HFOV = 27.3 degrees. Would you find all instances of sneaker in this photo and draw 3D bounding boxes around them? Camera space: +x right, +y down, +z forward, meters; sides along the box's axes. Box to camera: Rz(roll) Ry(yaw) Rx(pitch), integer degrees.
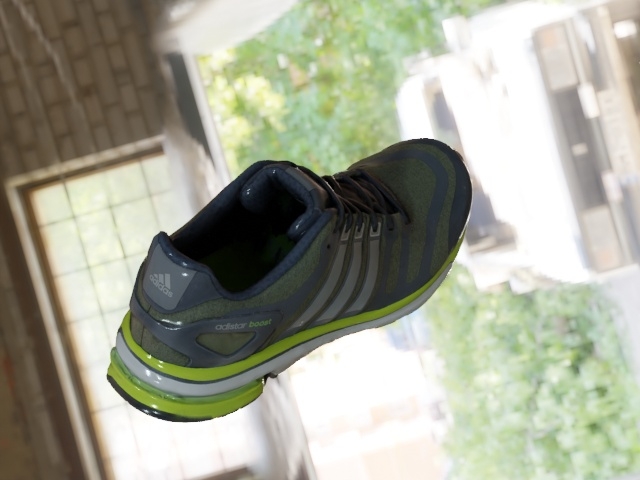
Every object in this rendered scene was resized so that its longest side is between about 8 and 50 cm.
[{"bbox_3d":[0.000,0.000,0.828,0.111,0.300,0.121,37,138,22],"label":"sneaker"}]
